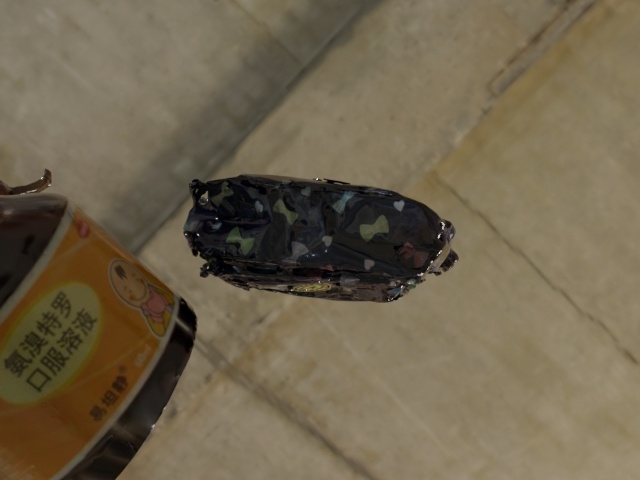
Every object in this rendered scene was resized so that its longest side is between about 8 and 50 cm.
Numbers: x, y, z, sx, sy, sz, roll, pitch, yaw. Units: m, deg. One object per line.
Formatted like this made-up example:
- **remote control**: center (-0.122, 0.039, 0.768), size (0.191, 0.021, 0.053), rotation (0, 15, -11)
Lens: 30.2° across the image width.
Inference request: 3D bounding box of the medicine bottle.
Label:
- **medicine bottle**: center (-0.310, 0.040, 0.972), size (0.395, 0.242, 0.242), rotation (38, -160, -21)

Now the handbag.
- **handbag**: center (0.000, 0.000, 1.116), size (0.260, 0.113, 0.162), rotation (4, 179, 8)

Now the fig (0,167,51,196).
- **fig**: center (-0.442, -0.025, 1.465), size (0.202, 0.149, 0.148), rotation (10, -171, -18)
